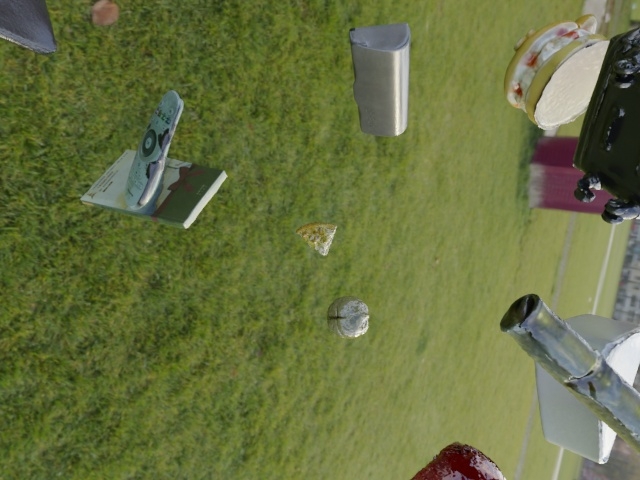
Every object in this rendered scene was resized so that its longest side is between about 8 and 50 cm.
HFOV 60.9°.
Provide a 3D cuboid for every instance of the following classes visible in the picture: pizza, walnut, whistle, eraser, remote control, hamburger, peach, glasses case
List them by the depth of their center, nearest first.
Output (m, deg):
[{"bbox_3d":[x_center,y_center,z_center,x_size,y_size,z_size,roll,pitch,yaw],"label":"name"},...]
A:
[{"bbox_3d":[0.159,0.302,0.647,0.172,0.127,0.092,21,123,-33],"label":"peach"},{"bbox_3d":[0.350,0.191,0.648,0.057,0.326,0.068,-48,-177,-3],"label":"whistle"},{"bbox_3d":[0.079,-0.200,0.704,0.191,0.071,0.042,69,24,-68],"label":"glasses case"},{"bbox_3d":[0.055,0.149,1.065,0.092,0.092,0.092,-29,125,-53],"label":"walnut"},{"bbox_3d":[-0.331,-0.177,1.091,0.045,0.097,0.256,9,116,-45],"label":"remote control"},{"bbox_3d":[0.588,0.288,1.208,0.331,0.149,0.332,-17,113,-44],"label":"eraser"},{"bbox_3d":[0.627,-0.460,1.431,0.302,0.186,0.261,-39,146,11],"label":"hamburger"},{"bbox_3d":[0.000,0.000,1.455,0.109,0.122,0.026,67,33,-29],"label":"pizza"}]

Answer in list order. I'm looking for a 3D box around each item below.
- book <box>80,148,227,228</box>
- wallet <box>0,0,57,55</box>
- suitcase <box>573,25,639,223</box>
[{"bbox_3d":[-0.389,-0.125,1.284,0.026,0.289,0.201,84,25,-47],"label":"book"},{"bbox_3d":[-0.575,-0.416,0.940,0.250,0.044,0.149,-3,74,-70],"label":"wallet"},{"bbox_3d":[0.602,-0.223,0.864,0.433,0.194,0.283,-22,137,-15],"label":"suitcase"}]
